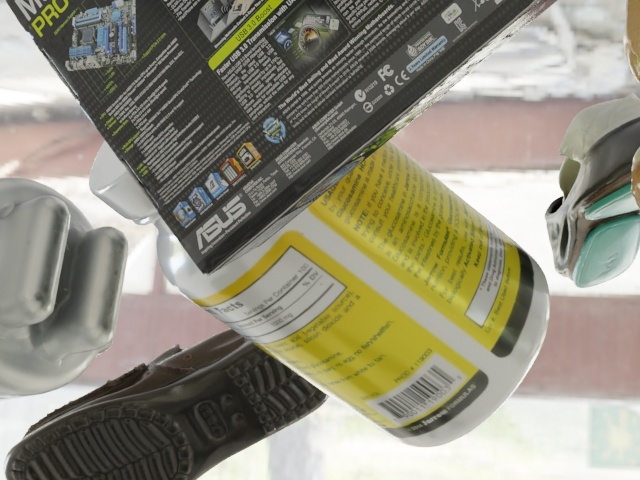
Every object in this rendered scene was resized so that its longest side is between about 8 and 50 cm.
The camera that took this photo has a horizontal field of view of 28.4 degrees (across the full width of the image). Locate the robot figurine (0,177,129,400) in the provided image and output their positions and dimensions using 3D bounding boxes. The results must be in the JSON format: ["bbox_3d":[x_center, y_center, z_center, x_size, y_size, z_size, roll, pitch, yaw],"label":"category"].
[{"bbox_3d":[-0.340,0.057,1.197,0.353,0.200,0.300,-14,146,38],"label":"robot figurine"}]

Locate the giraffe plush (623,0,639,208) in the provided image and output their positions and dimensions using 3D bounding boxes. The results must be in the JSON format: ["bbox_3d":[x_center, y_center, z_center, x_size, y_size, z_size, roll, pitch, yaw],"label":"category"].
[{"bbox_3d":[0.198,-0.069,0.524,0.210,0.181,0.170,-23,142,36],"label":"giraffe plush"}]

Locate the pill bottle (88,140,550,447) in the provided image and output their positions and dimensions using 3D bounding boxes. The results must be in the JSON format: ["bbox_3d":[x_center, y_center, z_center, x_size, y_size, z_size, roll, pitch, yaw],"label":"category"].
[{"bbox_3d":[0.000,0.000,0.960,0.334,0.188,0.188,37,153,-23],"label":"pill bottle"}]

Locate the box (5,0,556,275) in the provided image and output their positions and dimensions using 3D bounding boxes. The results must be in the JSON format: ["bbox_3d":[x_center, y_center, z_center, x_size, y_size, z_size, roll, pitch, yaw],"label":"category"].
[{"bbox_3d":[-0.031,-0.139,0.684,0.270,0.216,0.060,-39,176,35],"label":"box"}]

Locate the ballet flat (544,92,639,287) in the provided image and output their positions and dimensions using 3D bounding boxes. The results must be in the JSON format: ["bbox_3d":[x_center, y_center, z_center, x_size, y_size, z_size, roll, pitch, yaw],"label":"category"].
[{"bbox_3d":[0.219,-0.047,0.959,0.095,0.096,0.280,-15,162,-12],"label":"ballet flat"}]

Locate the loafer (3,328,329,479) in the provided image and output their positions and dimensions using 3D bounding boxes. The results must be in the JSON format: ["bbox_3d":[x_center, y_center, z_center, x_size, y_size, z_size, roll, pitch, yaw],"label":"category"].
[{"bbox_3d":[-0.159,0.189,1.361,0.366,0.134,0.130,-21,-162,-4],"label":"loafer"}]
